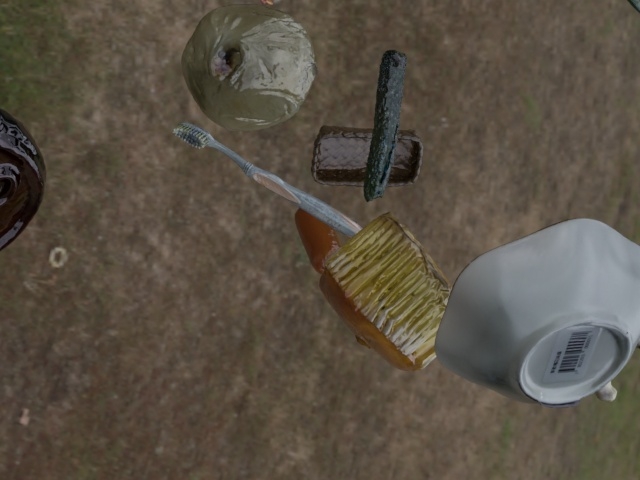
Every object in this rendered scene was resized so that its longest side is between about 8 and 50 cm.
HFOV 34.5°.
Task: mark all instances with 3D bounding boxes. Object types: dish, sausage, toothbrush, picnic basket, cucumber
[{"bbox_3d":[0.188,0.076,0.813,0.066,0.191,0.190,-109,177,-48],"label":"dish"},{"bbox_3d":[0.000,0.000,2.106,0.197,0.076,0.076,-113,179,-47],"label":"sausage"},{"bbox_3d":[-0.071,-0.088,1.619,0.037,0.375,0.028,-45,163,-58],"label":"toothbrush"},{"bbox_3d":[0.080,-0.151,1.816,0.055,0.193,0.110,-100,-166,-55],"label":"picnic basket"},{"bbox_3d":[0.101,-0.178,1.592,0.043,0.044,0.256,21,68,-30],"label":"cucumber"}]

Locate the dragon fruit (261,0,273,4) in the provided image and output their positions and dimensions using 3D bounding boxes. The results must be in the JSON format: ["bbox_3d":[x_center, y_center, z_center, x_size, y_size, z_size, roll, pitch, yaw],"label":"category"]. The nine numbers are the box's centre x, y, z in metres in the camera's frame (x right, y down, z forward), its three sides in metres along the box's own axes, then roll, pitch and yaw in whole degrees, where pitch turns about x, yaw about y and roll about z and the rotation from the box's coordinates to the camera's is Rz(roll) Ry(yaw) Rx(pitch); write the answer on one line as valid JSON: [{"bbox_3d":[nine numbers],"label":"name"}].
[{"bbox_3d":[-0.102,-0.513,1.680,0.205,0.268,0.210,-54,-175,33],"label":"dragon fruit"}]

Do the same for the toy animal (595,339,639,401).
[{"bbox_3d":[0.426,0.156,1.641,0.121,0.233,0.168,-66,151,-53],"label":"toy animal"}]

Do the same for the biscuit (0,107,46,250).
[{"bbox_3d":[-0.606,-0.056,1.537,0.407,0.407,0.091,21,39,-59],"label":"biscuit"}]

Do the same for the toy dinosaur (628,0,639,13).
[{"bbox_3d":[0.425,-0.571,1.874,0.087,0.447,0.300,130,-27,-67],"label":"toy dinosaur"}]

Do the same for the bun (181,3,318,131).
[{"bbox_3d":[-0.097,-0.221,1.310,0.166,0.173,0.113,51,24,6],"label":"bun"}]

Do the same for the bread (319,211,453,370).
[{"bbox_3d":[0.073,0.059,1.024,0.114,0.132,0.190,-43,157,3],"label":"bread"}]
